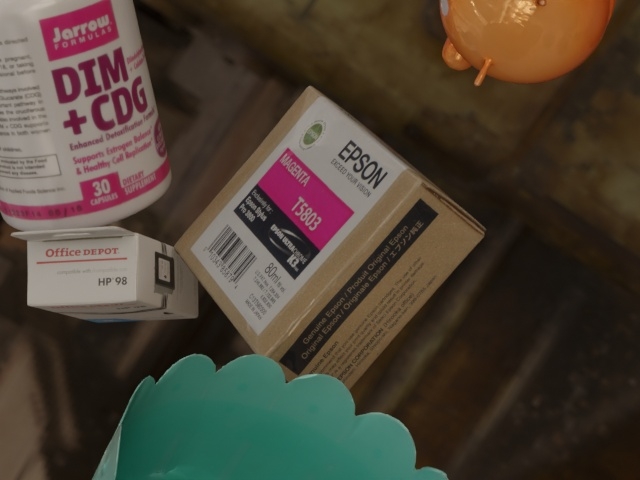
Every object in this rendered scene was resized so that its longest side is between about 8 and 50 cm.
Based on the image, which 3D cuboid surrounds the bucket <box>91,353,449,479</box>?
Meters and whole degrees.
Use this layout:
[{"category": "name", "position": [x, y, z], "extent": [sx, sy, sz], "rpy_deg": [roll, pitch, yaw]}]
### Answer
[{"category": "bucket", "position": [-0.050, 0.233, 1.278], "extent": [0.183, 0.281, 0.281], "rpy_deg": [-57, 18, 32]}]

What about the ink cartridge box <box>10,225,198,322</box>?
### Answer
[{"category": "ink cartridge box", "position": [-0.186, 0.032, 1.608], "extent": [0.104, 0.180, 0.060], "rpy_deg": [-3, 81, 18]}]

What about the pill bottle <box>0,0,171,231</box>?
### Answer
[{"category": "pill bottle", "position": [-0.236, -0.163, 1.634], "extent": [0.160, 0.283, 0.160], "rpy_deg": [-10, 22, 4]}]

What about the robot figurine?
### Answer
[{"category": "robot figurine", "position": [0.160, -0.200, 1.365], "extent": [0.158, 0.128, 0.219], "rpy_deg": [-4, 35, 22]}]

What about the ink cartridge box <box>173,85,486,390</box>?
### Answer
[{"category": "ink cartridge box", "position": [0.000, 0.000, 1.537], "extent": [0.193, 0.088, 0.235], "rpy_deg": [-50, 32, 3]}]
